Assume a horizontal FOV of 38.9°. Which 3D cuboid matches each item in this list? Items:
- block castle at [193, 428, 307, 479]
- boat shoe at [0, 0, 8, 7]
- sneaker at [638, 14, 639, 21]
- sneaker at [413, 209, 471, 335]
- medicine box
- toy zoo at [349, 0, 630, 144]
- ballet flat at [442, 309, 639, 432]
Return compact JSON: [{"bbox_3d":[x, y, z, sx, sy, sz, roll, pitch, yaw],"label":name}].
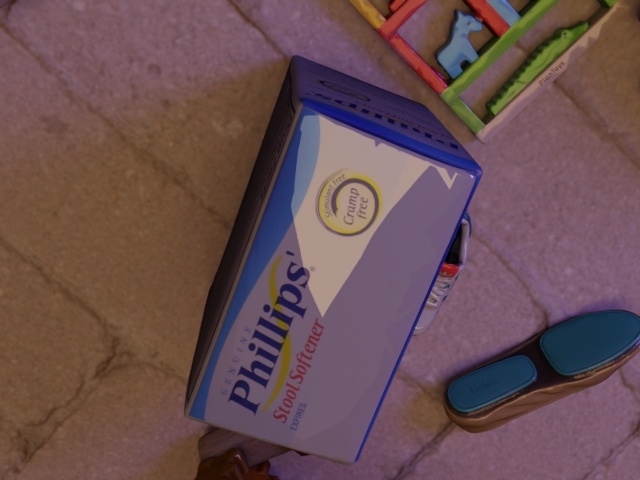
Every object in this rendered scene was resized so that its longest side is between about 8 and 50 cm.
[{"bbox_3d":[0.047,0.392,0.931,0.212,0.303,0.453,-24,108,12],"label":"block castle"},{"bbox_3d":[-0.303,-0.260,0.796,0.341,0.122,0.110,-24,113,16],"label":"boat shoe"},{"bbox_3d":[0.362,-0.246,0.844,0.120,0.099,0.263,-3,107,3],"label":"sneaker"},{"bbox_3d":[0.113,0.032,0.930,0.057,0.075,0.161,16,107,-8],"label":"sneaker"},{"bbox_3d":[0.000,0.000,0.800,0.149,0.289,0.264,19,107,-9],"label":"medicine box"},{"bbox_3d":[0.128,-0.260,0.858,0.192,0.030,0.293,-44,105,11],"label":"toy zoo"},{"bbox_3d":[0.245,0.144,0.988,0.232,0.080,0.073,-23,136,7],"label":"ballet flat"}]
